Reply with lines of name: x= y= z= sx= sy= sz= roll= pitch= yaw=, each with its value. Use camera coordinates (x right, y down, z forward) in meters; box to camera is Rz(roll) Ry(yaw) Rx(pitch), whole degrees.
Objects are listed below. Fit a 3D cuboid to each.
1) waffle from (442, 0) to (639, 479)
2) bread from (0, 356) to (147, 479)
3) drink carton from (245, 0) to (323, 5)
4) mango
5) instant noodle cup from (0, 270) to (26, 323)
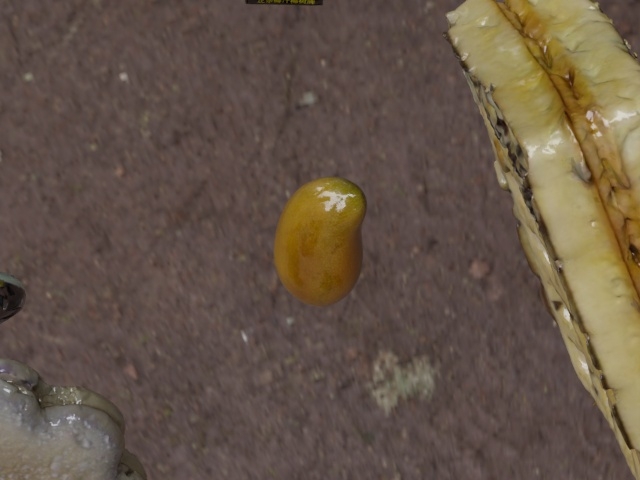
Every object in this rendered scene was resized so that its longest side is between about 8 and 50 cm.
waffle: x=0.214 y=0.014 z=1.106 sx=0.114 sy=0.376 sz=0.261 roll=-22 pitch=31 yaw=6
bread: x=-0.291 y=0.254 z=1.679 sx=0.183 sy=0.337 sz=0.102 roll=-16 pitch=40 yaw=0
drink carton: x=-0.031 y=-0.284 z=1.310 sx=0.071 sy=0.056 sz=0.166 roll=-1 pitch=65 yaw=-4
mango: x=0.000 y=0.000 z=1.587 sx=0.102 sy=0.184 sz=0.085 roll=37 pitch=58 yaw=16
instant noodle cup: x=-0.271 y=-0.043 z=0.688 sx=0.215 sy=0.215 sz=0.236 roll=-21 pitch=82 yaw=-3
